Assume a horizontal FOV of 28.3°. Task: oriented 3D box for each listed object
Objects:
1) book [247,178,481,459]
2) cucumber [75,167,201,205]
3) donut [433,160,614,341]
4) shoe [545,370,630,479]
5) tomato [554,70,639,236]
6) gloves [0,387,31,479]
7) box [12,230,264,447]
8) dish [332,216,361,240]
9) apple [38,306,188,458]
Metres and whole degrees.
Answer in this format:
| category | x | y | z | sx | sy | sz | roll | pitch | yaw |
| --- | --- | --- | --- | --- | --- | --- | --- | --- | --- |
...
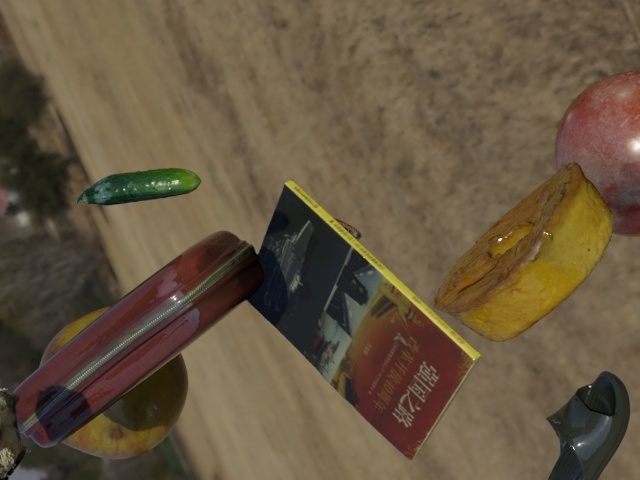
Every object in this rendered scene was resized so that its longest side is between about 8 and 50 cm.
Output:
| category | x | y | z | sx | sy | sz | roll | pitch | yaw |
| --- | --- | --- | --- | --- | --- | --- | --- | --- | --- |
| book | 0.046 | 0.117 | 1.826 | 0.374 | 0.028 | 0.262 | 44 | 138 | 19 |
| cucumber | -0.209 | -0.059 | 1.422 | 0.037 | 0.155 | 0.037 | -7 | -90 | -74 |
| donut | 0.288 | 0.026 | 1.741 | 0.108 | 0.277 | 0.277 | 43 | 170 | -5 |
| shoe | 0.397 | 0.316 | 1.994 | 0.241 | 0.093 | 0.108 | -67 | 20 | 11 |
| tomato | 0.497 | -0.129 | 1.989 | 0.227 | 0.270 | 0.270 | -58 | -42 | -49 |
| gloves | -0.386 | 0.229 | 1.445 | 0.153 | 0.070 | 0.114 | -55 | -44 | -87 |
| box | -0.256 | 0.135 | 1.763 | 0.108 | 0.404 | 0.263 | 52 | -165 | -1 |
| dish | 0.000 | 0.000 | 2.396 | 0.141 | 0.141 | 0.078 | 44 | 116 | 61 |
| apple | -0.357 | 0.238 | 2.182 | 0.264 | 0.264 | 0.264 | 60 | 168 | 23 |
